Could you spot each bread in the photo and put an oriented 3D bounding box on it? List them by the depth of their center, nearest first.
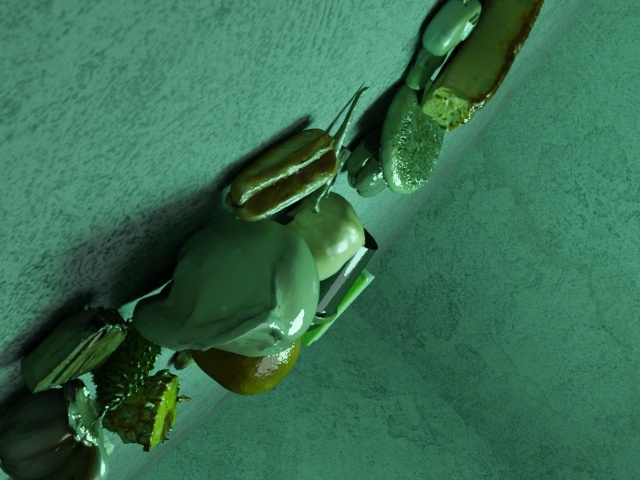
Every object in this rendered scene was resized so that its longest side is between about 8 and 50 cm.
[{"bbox_3d":[0.318,-0.363,1.560,0.275,0.114,0.185,-57,-179,-8],"label":"bread"},{"bbox_3d":[0.204,-0.223,1.676,0.267,0.040,0.267,-32,129,-50],"label":"bread"},{"bbox_3d":[0.155,-0.197,1.832,0.337,0.102,0.183,-38,171,-48],"label":"bread"}]

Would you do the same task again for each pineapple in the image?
[{"bbox_3d":[-0.406,0.364,1.799,0.334,0.158,0.161,-5,101,-83],"label":"pineapple"}]

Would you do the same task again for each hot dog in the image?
[{"bbox_3d":[-0.059,-0.111,1.297,0.076,0.102,0.249,8,-146,46],"label":"hot dog"}]

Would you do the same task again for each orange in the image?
[{"bbox_3d":[-0.165,0.214,1.723,0.264,0.264,0.264,-44,171,-9],"label":"orange"}]

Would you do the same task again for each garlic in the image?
[{"bbox_3d":[-0.437,0.311,1.221,0.207,0.207,0.256,-49,159,23],"label":"garlic"}]

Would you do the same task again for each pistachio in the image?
[{"bbox_3d":[0.000,0.000,1.737,0.187,0.187,0.299,-42,172,-18],"label":"pistachio"}]

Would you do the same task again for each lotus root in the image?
[{"bbox_3d":[-0.354,0.143,1.151,0.144,0.070,0.143,-44,166,18],"label":"lotus root"}]

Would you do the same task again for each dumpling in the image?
[{"bbox_3d":[-0.159,0.097,1.302,0.315,0.233,0.395,-16,-160,7],"label":"dumpling"}]

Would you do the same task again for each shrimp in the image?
[{"bbox_3d":[-0.255,0.228,2.013,0.290,0.054,0.222,-45,171,23],"label":"shrimp"}]

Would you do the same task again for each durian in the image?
[{"bbox_3d":[-0.326,0.187,1.287,0.137,0.095,0.221,-44,-158,20],"label":"durian"}]

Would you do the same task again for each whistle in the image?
[{"bbox_3d":[0.228,-0.372,1.477,0.126,0.067,0.258,-43,174,-30],"label":"whistle"}]

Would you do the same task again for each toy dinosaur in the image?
[{"bbox_3d":[0.014,-0.165,1.505,0.200,0.072,0.251,-53,162,-17],"label":"toy dinosaur"}]

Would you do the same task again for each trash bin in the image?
[{"bbox_3d":[-0.015,0.096,2.017,0.334,0.214,0.214,-51,170,17],"label":"trash bin"}]

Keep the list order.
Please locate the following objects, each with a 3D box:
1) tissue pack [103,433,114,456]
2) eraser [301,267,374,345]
[{"bbox_3d":[-0.570,0.509,1.736,0.148,0.092,0.196,-48,170,23],"label":"tissue pack"},{"bbox_3d":[-0.013,0.130,2.189,0.274,0.210,0.092,-51,169,19],"label":"eraser"}]
